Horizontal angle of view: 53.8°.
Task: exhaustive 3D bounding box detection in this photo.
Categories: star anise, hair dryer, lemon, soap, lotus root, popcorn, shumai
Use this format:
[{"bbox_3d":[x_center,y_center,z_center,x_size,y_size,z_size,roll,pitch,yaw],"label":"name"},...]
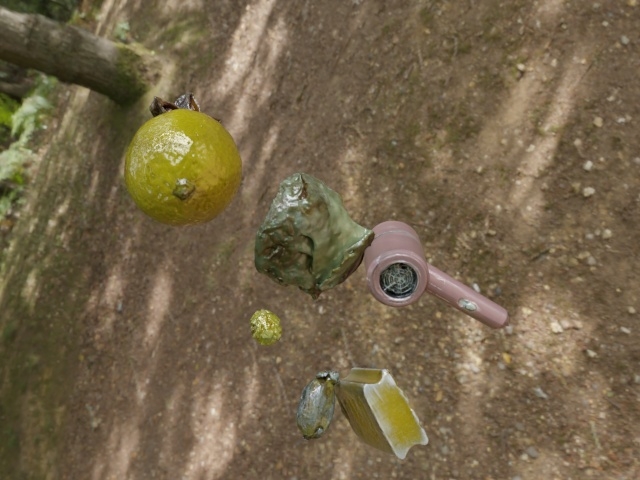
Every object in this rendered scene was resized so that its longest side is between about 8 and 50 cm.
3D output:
[{"bbox_3d":[-0.373,-0.301,1.683,0.099,0.220,0.214,-26,51,36],"label":"star anise"},{"bbox_3d":[0.254,0.099,1.310,0.125,0.352,0.210,-60,6,17],"label":"hair dryer"},{"bbox_3d":[-0.287,-0.151,1.328,0.267,0.267,0.267,-36,45,48],"label":"lemon"},{"bbox_3d":[0.121,0.368,1.368,0.173,0.089,0.274,63,164,4],"label":"soap"},{"bbox_3d":[-0.007,0.366,1.408,0.088,0.088,0.165,-1,70,60],"label":"lotus root"},{"bbox_3d":[-0.182,0.288,2.052,0.116,0.120,0.106,-40,-7,-49],"label":"popcorn"},{"bbox_3d":[-0.001,-0.001,0.895,0.184,0.142,0.184,20,-90,-75],"label":"shumai"}]
